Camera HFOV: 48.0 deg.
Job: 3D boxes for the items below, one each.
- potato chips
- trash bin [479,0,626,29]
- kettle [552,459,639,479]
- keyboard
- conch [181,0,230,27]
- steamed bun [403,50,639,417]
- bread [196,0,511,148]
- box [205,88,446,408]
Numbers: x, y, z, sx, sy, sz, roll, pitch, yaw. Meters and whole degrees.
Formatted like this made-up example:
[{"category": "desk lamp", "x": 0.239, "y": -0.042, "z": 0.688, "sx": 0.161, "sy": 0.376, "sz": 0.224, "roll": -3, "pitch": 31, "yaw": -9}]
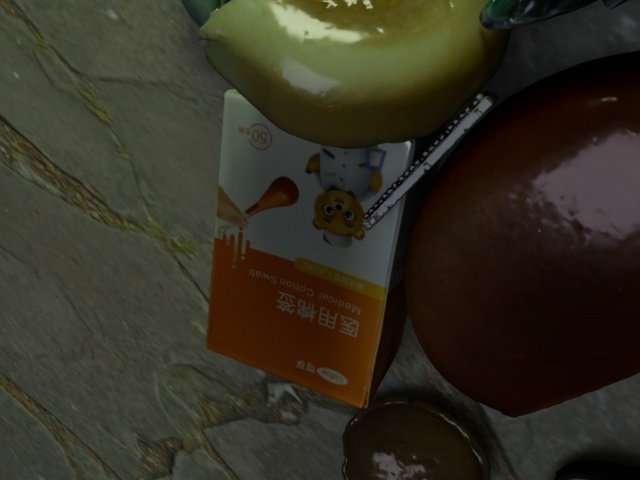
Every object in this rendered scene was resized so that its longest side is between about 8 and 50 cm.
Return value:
[{"category": "potato chips", "x": 0.126, "y": 0.289, "z": 0.952, "sx": 0.195, "sy": 0.062, "sz": 0.208, "roll": 50, "pitch": 124, "yaw": 7}, {"category": "trash bin", "x": 0.191, "y": -0.377, "z": 0.504, "sx": 0.295, "sy": 0.259, "sz": 0.381, "roll": -29, "pitch": 89, "yaw": -3}, {"category": "kettle", "x": 0.352, "y": 0.377, "z": 0.833, "sx": 0.221, "sy": 0.161, "sz": 0.237, "roll": 27, "pitch": 124, "yaw": 51}, {"category": "keyboard", "x": 0.097, "y": -0.073, "z": 0.664, "sx": 0.017, "sy": 0.055, "sz": 0.166, "roll": 44, "pitch": 116, "yaw": 1}, {"category": "conch", "x": -0.127, "y": -0.306, "z": 0.845, "sx": 0.065, "sy": 0.088, "sz": 0.180, "roll": 31, "pitch": 143, "yaw": 65}, {"category": "steamed bun", "x": 0.241, "y": -0.030, "z": 0.662, "sx": 0.379, "sy": 0.235, "sz": 0.248, "roll": -36, "pitch": 95, "yaw": 35}, {"category": "bread", "x": 0.029, "y": -0.234, "z": 0.682, "sx": 0.333, "sy": 0.333, "sz": 0.160, "roll": 34, "pitch": 160, "yaw": 11}, {"category": "box", "x": 0.000, "y": 0.000, "z": 0.850, "sx": 0.224, "sy": 0.143, "sz": 0.342, "roll": 17, "pitch": 116, "yaw": 19}]
